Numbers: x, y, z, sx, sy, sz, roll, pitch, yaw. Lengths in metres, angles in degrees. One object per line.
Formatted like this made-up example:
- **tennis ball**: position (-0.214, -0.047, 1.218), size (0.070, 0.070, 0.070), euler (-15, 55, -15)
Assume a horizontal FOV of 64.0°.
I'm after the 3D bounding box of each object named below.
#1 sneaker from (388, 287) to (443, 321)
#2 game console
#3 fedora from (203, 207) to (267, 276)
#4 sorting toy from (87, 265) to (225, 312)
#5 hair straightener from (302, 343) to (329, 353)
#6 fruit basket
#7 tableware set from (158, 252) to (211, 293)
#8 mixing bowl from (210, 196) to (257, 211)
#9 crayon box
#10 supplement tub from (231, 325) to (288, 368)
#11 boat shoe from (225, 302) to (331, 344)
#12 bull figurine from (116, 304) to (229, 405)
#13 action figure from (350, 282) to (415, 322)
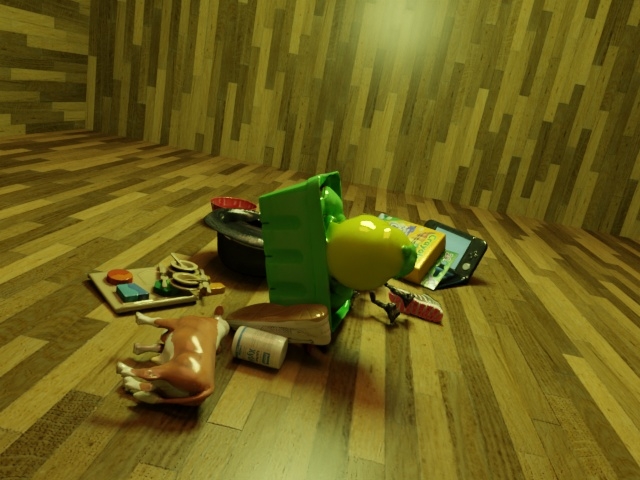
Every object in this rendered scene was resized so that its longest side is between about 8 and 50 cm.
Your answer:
- **sneaker**: position (0.284, 0.184, 1.512), size (0.170, 0.063, 0.074), euler (21, 19, 16)
- **game console**: position (0.417, 0.041, 1.896), size (0.173, 0.250, 0.293), euler (32, -2, -44)
- **fedora**: position (-0.209, 0.016, 1.595), size (0.333, 0.153, 0.334), euler (12, 18, -4)
- **sorting toy**: position (-0.420, 0.110, 1.348), size (0.307, 0.041, 0.229), euler (-5, 23, -42)
- **hair straightener**: position (-0.026, 0.213, 1.271), size (0.088, 0.047, 0.230), euler (4, 13, -23)
- **fruit basket**: position (0.053, 0.019, 1.227), size (0.391, 0.393, 0.283), euler (14, 13, 11)
- **tableware set**: position (-0.359, 0.084, 1.366), size (0.128, 0.039, 0.194), euler (10, 12, -22)
- **mixing bowl**: position (-0.342, -0.099, 1.991), size (0.181, 0.098, 0.181), euler (9, 17, -3)
- **crayon box**: position (0.304, 0.031, 1.831), size (0.322, 0.083, 0.203), euler (21, 51, 31)
- **supplement tub**: position (-0.129, 0.227, 1.091), size (0.107, 0.071, 0.071), euler (13, 17, 10)
- **boat shoe**: position (-0.100, 0.202, 1.164), size (0.276, 0.096, 0.098), euler (-3, 19, 35)
- **bull figurine**: position (-0.275, 0.213, 1.002), size (0.188, 0.101, 0.310), euler (3, 15, -10)
- **action figure**: position (0.122, 0.116, 1.451), size (0.275, 0.141, 0.164), euler (40, 60, 15)
